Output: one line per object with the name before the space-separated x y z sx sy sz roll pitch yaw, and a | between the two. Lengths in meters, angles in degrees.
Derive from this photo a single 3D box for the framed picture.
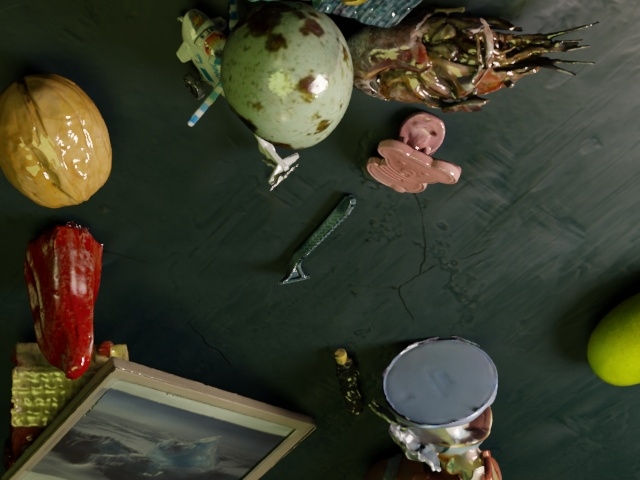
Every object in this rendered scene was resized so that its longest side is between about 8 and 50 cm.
framed picture | -0.266 0.358 2.152 0.446 0.028 0.326 23 121 -40

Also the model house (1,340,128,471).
model house | -0.426 0.259 2.131 0.196 0.160 0.254 4 130 -15

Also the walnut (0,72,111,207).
walnut | -0.381 -0.139 1.802 0.159 0.159 0.206 -11 127 17

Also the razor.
razor | -0.003 -0.005 1.948 0.066 0.033 0.190 -11 147 -47

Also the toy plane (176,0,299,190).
toy plane | -0.111 -0.211 1.762 0.182 0.107 0.273 -56 136 -5

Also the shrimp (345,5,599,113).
shrimp | 0.188 -0.245 1.654 0.343 0.116 0.145 -3 136 15

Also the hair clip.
hair clip | 0.123 -0.104 1.796 0.123 0.102 0.138 27 129 -12

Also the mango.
mango | 0.533 0.143 1.936 0.175 0.143 0.293 37 136 -30

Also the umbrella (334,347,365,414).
umbrella | 0.049 0.238 2.145 0.040 0.037 0.144 -23 130 -9

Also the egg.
egg | -0.040 -0.206 1.633 0.169 0.169 0.231 -2 150 9

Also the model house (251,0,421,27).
model house | 0.068 -0.350 1.508 0.241 0.226 0.261 33 129 -20

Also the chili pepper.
chili pepper | -0.400 0.111 1.964 0.144 0.252 0.136 -19 145 13

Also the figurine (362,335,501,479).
figurine | 0.192 0.378 2.122 0.248 0.276 0.388 -19 132 -7
